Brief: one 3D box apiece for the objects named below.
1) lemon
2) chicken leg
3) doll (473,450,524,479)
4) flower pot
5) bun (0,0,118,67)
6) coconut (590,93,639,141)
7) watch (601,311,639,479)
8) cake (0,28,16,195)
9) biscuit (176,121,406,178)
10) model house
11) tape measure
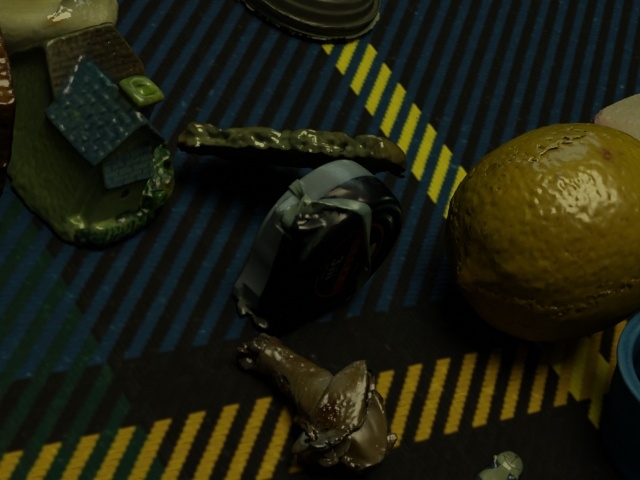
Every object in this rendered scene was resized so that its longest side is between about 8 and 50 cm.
[{"bbox_3d":[0.292,-0.011,1.888,0.310,0.258,0.258,-19,53,-10],"label":"lemon"},{"bbox_3d":[0.001,0.165,1.700,0.125,0.080,0.196,-15,53,-23],"label":"chicken leg"},{"bbox_3d":[0.181,0.264,1.724,0.037,0.027,0.125,45,43,10],"label":"doll"},{"bbox_3d":[-0.005,-0.401,2.253,0.235,0.141,0.235,14,40,-12],"label":"flower pot"},{"bbox_3d":[-0.349,-0.288,1.955,0.229,0.145,0.229,-4,57,7],"label":"bun"},{"bbox_3d":[0.440,-0.089,2.084,0.227,0.227,0.230,6,46,-23],"label":"coconut"},{"bbox_3d":[0.453,0.216,1.798,0.274,0.241,0.305,14,39,11],"label":"watch"},{"bbox_3d":[-0.478,-0.139,1.685,0.293,0.199,0.196,-2,53,-24],"label":"cake"},{"bbox_3d":[-0.020,-0.105,1.908,0.273,0.036,0.187,5,-6,17],"label":"biscuit"},{"bbox_3d":[-0.244,-0.136,1.805,0.195,0.189,0.214,-20,57,-38],"label":"model house"},{"bbox_3d":[0.003,-0.002,1.797,0.107,0.182,0.181,41,39,24],"label":"tape measure"}]
